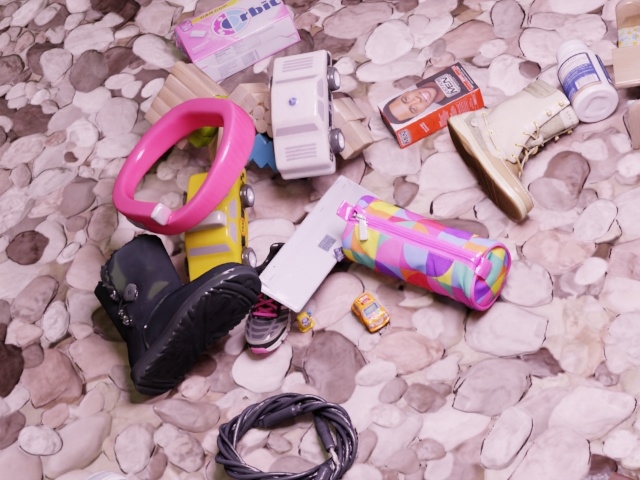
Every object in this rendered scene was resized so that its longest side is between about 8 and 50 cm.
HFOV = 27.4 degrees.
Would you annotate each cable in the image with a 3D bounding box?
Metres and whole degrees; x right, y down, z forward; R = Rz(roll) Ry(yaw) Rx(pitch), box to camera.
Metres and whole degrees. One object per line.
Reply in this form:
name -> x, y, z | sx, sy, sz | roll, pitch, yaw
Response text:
cable -> -0.048, 0.252, 1.657 | 0.184, 0.047, 0.151 | 18, 60, 32

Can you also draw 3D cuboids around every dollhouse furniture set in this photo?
dollhouse furniture set -> 0.521, -0.269, 1.797 | 0.242, 0.161, 0.212 | -7, 50, 15

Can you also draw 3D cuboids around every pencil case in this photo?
pencil case -> 0.134, 0.014, 1.752 | 0.236, 0.104, 0.104 | 20, 61, 31

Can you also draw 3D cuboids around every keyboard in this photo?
keyboard -> 0.000, 0.000, 1.814 | 0.072, 0.014, 0.256 | 34, 50, 4

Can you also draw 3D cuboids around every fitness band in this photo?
fitness band -> -0.198, -0.110, 1.864 | 0.291, 0.054, 0.209 | 11, 68, 59

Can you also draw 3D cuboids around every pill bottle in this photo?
pill bottle -> 0.377, -0.231, 1.883 | 0.067, 0.067, 0.120 | -18, 48, 5

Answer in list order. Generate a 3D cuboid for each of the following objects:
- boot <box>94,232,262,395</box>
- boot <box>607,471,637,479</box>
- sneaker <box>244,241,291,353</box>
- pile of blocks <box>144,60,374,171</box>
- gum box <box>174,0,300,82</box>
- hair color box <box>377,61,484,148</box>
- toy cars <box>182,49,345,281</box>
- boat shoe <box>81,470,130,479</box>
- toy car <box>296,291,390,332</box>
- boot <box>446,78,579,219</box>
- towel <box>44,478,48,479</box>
boot -> -0.204, 0.060, 1.788 | 0.246, 0.094, 0.207 | -47, 50, 23
boot -> 0.376, 0.276, 1.490 | 0.114, 0.037, 0.106 | 9, 54, 32
sneaker -> -0.069, 0.072, 1.794 | 0.063, 0.075, 0.170 | 5, 54, 24
pile of blocks -> -0.083, -0.170, 1.997 | 0.362, 0.112, 0.149 | 16, 103, 21
gum box -> -0.142, -0.339, 2.167 | 0.188, 0.062, 0.107 | -27, 48, -3
hair color box -> 0.164, -0.201, 1.954 | 0.141, 0.043, 0.072 | -28, 49, -3
toy cars -> -0.090, -0.103, 1.852 | 0.176, 0.087, 0.394 | 36, 90, 24
boat shoe -> -0.373, 0.383, 1.625 | 0.320, 0.118, 0.103 | -39, 55, -4
toy car -> 0.028, 0.104, 1.755 | 0.122, 0.040, 0.060 | -21, 48, 2
boot -> 0.288, -0.133, 1.831 | 0.165, 0.077, 0.213 | -25, 45, -3
towel -> -0.367, 0.356, 1.715 | 0.060, 0.009, 0.083 | -31, 48, -5
